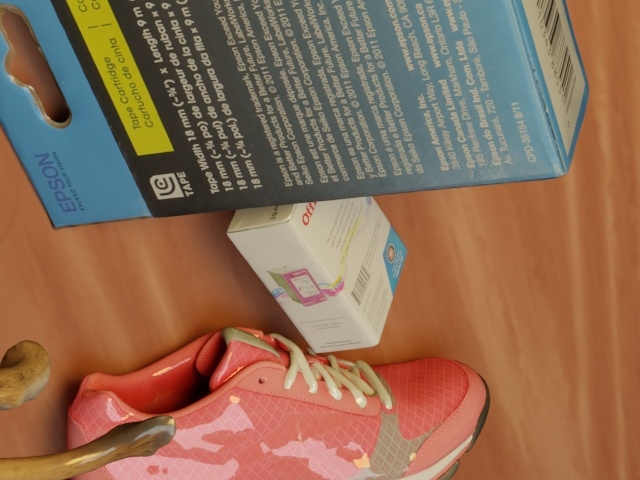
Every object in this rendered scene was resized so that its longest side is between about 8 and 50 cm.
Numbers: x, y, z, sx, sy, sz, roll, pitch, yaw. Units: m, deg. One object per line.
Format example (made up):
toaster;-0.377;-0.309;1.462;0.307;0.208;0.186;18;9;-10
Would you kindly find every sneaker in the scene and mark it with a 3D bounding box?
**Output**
sneaker;-0.024;0.117;1.067;0.314;0.116;0.136;-13;119;-19

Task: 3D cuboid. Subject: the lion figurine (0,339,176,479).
lion figurine;-0.288;0.094;0.817;0.240;0.392;0.142;14;73;-49

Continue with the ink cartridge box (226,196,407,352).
ink cartridge box;0.000;0.000;1.031;0.052;0.088;0.122;-9;132;31

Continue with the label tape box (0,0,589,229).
label tape box;-0.039;-0.141;0.907;0.333;0.106;0.241;-5;127;23
